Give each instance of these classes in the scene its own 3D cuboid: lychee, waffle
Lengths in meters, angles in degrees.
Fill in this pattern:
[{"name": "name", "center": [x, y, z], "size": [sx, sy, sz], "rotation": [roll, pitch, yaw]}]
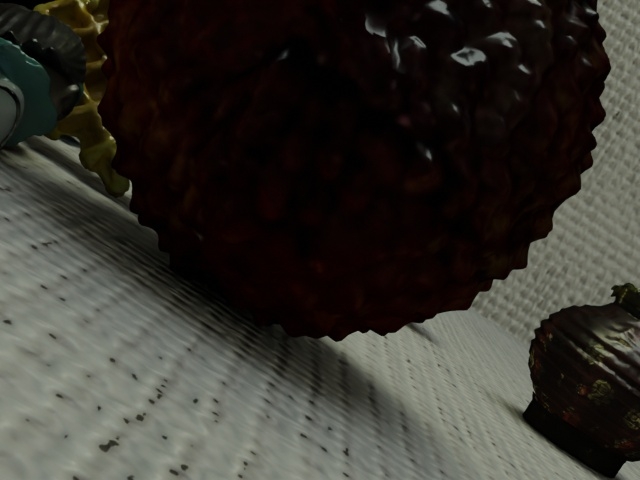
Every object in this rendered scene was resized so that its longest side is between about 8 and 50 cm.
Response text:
[{"name": "lychee", "center": [0.024, -0.137, 1.090], "size": [0.424, 0.424, 0.500], "rotation": [34, -20, 12]}, {"name": "waffle", "center": [-0.187, -0.142, 1.323], "size": [0.229, 0.219, 0.057], "rotation": [62, -30, 14]}]

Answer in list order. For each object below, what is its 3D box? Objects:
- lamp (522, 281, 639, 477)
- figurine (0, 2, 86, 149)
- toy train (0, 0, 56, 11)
[{"name": "lamp", "center": [0.373, 0.171, 1.721], "size": [0.247, 0.247, 0.247], "rotation": [33, 4, -2]}, {"name": "figurine", "center": [-0.272, -0.140, 1.144], "size": [0.138, 0.110, 0.245], "rotation": [30, 12, -9]}, {"name": "toy train", "center": [-0.342, -0.254, 1.498], "size": [0.300, 0.188, 0.265], "rotation": [34, -4, 5]}]
